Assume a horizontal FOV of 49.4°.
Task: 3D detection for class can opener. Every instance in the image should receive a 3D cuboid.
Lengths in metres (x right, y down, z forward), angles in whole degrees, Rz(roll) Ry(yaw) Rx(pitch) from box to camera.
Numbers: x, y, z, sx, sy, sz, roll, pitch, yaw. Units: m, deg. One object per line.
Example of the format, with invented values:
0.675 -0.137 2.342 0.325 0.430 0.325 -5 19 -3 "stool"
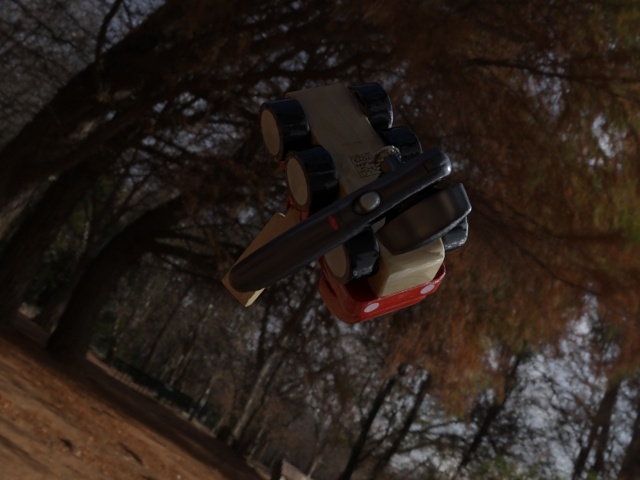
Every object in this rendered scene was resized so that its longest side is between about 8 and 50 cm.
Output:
0.016 -0.011 0.510 0.059 0.186 0.073 56 9 -74 "can opener"

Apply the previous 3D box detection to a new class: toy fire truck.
0.000 0.000 0.696 0.217 0.159 0.246 62 -24 28 "toy fire truck"
